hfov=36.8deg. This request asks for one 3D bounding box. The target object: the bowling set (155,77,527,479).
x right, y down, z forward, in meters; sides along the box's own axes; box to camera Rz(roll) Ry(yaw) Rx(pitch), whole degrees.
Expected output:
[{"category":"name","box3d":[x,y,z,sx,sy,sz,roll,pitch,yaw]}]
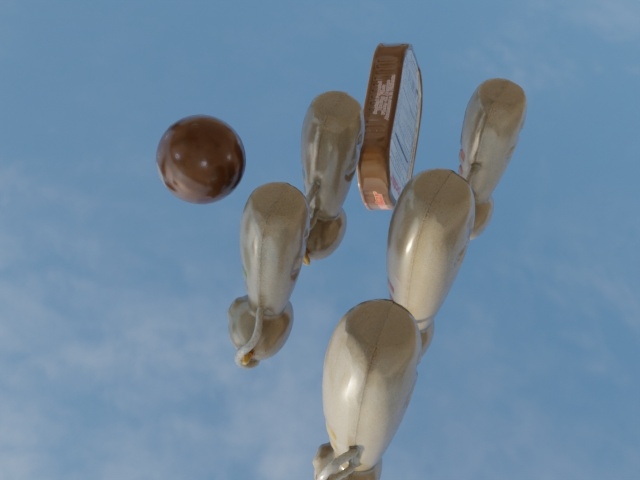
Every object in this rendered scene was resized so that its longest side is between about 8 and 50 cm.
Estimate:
[{"category":"bowling set","box3d":[0.000,0.000,0.603,0.200,0.154,0.287,23,-133,14]}]

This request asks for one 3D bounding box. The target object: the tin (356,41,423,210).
[{"category":"tin","box3d":[0.074,-0.120,0.998,0.040,0.106,0.189,-1,-117,23]}]
